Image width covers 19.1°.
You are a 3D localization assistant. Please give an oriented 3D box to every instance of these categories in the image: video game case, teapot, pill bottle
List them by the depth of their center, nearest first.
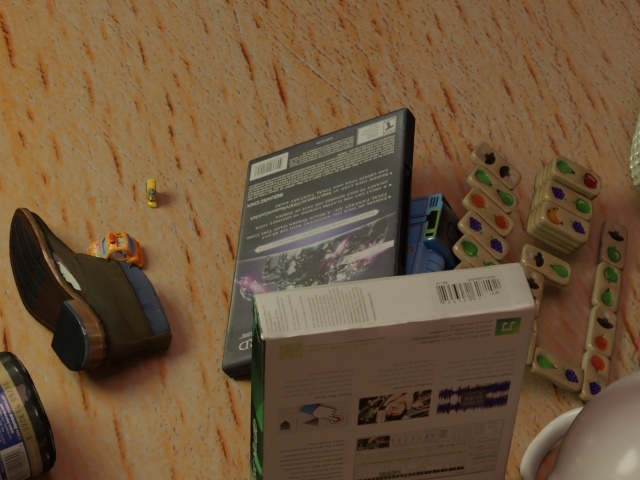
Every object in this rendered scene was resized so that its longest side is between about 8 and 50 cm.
[{"bbox_3d":[0.282,0.246,1.690,0.187,0.256,0.252,-30,75,6],"label":"teapot"},{"bbox_3d":[-0.363,0.195,1.739,0.219,0.123,0.123,-22,56,-20],"label":"pill bottle"},{"bbox_3d":[0.000,0.000,1.913,0.196,0.026,0.274,-17,47,26],"label":"video game case"}]

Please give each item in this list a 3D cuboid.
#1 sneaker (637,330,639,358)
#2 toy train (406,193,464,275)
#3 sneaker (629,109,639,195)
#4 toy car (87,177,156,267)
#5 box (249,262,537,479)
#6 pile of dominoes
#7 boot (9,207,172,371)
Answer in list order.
[{"bbox_3d":[0.503,-0.012,1.917,0.483,0.185,0.202,-36,58,-26],"label":"sneaker"},{"bbox_3d":[0.081,0.038,1.899,0.105,0.080,0.184,-11,45,29],"label":"toy train"},{"bbox_3d":[0.428,-0.156,2.077,0.146,0.102,0.293,13,52,6],"label":"sneaker"},{"bbox_3d":[-0.206,-0.020,1.970,0.060,0.040,0.122,7,52,2],"label":"toy car"},{"bbox_3d":[0.055,0.153,1.671,0.232,0.322,0.058,-6,48,-9],"label":"box"},{"bbox_3d":[0.228,0.021,1.913,0.196,0.040,0.251,27,50,-15],"label":"pile of dominoes"},{"bbox_3d":[-0.236,0.047,1.911,0.106,0.082,0.219,-3,44,-34],"label":"boot"}]
